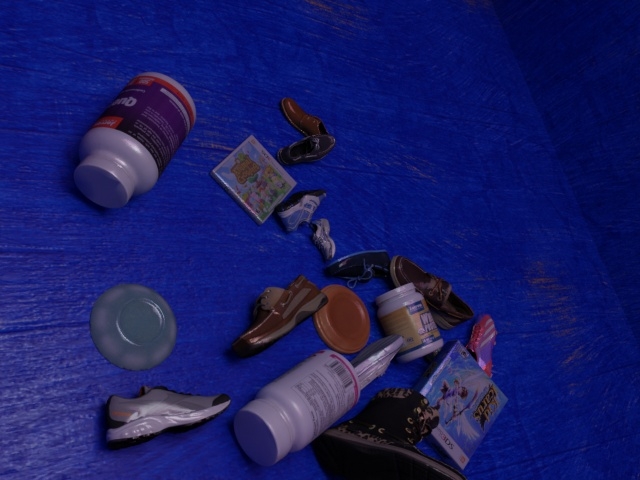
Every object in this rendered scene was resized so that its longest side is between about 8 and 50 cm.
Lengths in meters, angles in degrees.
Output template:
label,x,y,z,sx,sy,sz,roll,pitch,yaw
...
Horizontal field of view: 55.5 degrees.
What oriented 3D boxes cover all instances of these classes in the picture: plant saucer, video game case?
label,x,y,z,sx,sy,sz,roll,pitch,yaw
plant saucer,0.065,0.212,1.671,0.199,0.037,0.200,22,53,-32
video game case,-0.180,-0.171,1.684,0.193,0.023,0.212,47,44,-11
plant saucer,-0.386,0.176,1.289,0.194,0.037,0.195,21,54,-31
video game case,0.385,0.465,1.739,0.244,0.061,0.269,50,61,-8

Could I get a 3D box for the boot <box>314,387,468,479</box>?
label,x,y,z,sx,sy,sz,roll,pitch,yaw
boot,0.209,0.480,1.442,0.284,0.377,0.138,-23,112,-52

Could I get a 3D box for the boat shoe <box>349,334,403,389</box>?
label,x,y,z,sx,sy,sz,roll,pitch,yaw
boat shoe,0.138,0.334,1.628,0.226,0.083,0.076,-28,101,-25

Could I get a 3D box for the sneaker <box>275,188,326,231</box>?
label,x,y,z,sx,sy,sz,roll,pitch,yaw
sneaker,-0.052,-0.091,1.729,0.211,0.080,0.081,-34,115,-48

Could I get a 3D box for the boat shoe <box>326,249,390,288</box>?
label,x,y,z,sx,sy,sz,roll,pitch,yaw
boat shoe,0.128,0.080,1.756,0.258,0.109,0.089,-8,75,-42

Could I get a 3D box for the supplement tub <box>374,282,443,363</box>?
label,x,y,z,sx,sy,sz,roll,pitch,yaw
supplement tub,0.249,0.236,1.742,0.144,0.144,0.200,-13,76,-45

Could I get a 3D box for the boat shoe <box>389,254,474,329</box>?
label,x,y,z,sx,sy,sz,roll,pitch,yaw
boat shoe,0.350,0.152,1.869,0.342,0.123,0.123,44,46,-25

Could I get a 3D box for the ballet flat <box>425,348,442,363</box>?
label,x,y,z,sx,sy,sz,roll,pitch,yaw
ballet flat,0.374,0.389,1.824,0.070,0.070,0.188,-31,88,-47

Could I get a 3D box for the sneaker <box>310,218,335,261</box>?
label,x,y,z,sx,sy,sz,roll,pitch,yaw
sneaker,0.000,0.000,1.735,0.058,0.052,0.135,1,58,-31

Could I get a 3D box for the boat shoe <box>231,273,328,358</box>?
label,x,y,z,sx,sy,sz,roll,pitch,yaw
boat shoe,-0.111,0.177,1.488,0.120,0.122,0.324,54,35,5

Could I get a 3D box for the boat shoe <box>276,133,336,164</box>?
label,x,y,z,sx,sy,sz,roll,pitch,yaw
boat shoe,-0.029,-0.273,1.810,0.206,0.065,0.075,-22,97,-29

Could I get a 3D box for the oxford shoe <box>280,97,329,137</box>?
label,x,y,z,sx,sy,sz,roll,pitch,yaw
oxford shoe,-0.036,-0.371,1.893,0.212,0.076,0.076,46,46,-9

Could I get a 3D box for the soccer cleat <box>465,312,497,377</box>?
label,x,y,z,sx,sy,sz,roll,pitch,yaw
soccer cleat,0.512,0.334,1.971,0.095,0.083,0.248,29,52,-20

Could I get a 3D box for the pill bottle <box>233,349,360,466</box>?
label,x,y,z,sx,sy,sz,roll,pitch,yaw
pill bottle,-0.051,0.376,1.382,0.283,0.160,0.160,-24,83,-46

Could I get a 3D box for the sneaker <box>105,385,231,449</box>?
label,x,y,z,sx,sy,sz,roll,pitch,yaw
sneaker,-0.301,0.337,1.230,0.271,0.100,0.108,0,61,-42

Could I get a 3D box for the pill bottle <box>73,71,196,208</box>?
label,x,y,z,sx,sy,sz,roll,pitch,yaw
pill bottle,-0.422,-0.228,1.386,0.181,0.181,0.323,37,46,-19
